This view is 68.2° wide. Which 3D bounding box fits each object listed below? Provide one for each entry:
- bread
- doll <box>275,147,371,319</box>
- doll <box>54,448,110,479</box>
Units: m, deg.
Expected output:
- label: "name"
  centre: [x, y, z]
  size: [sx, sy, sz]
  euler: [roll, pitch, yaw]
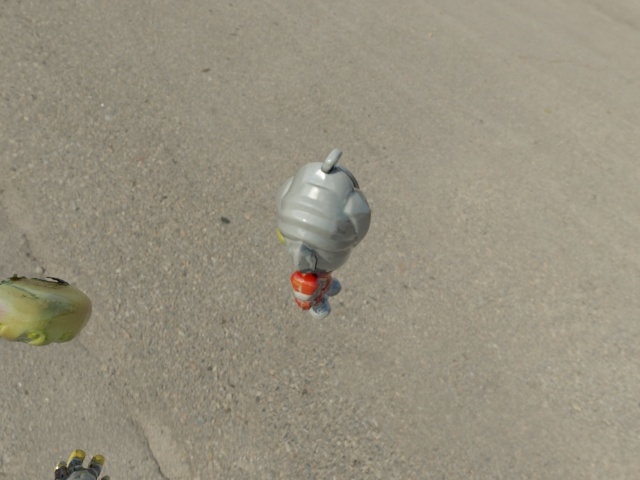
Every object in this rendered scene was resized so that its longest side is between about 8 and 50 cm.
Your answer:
- label: "bread"
  centre: [-0.632, 0.173, 1.071]
  size: [0.156, 0.157, 0.261]
  euler: [22, -4, 34]
- label: "doll"
  centre: [0.000, 0.000, 0.392]
  size: [0.079, 0.180, 0.094]
  euler: [18, 49, 14]
- label: "doll"
  centre: [-0.520, 0.566, 1.011]
  size: [0.103, 0.316, 0.145]
  euler: [-40, 109, -9]
